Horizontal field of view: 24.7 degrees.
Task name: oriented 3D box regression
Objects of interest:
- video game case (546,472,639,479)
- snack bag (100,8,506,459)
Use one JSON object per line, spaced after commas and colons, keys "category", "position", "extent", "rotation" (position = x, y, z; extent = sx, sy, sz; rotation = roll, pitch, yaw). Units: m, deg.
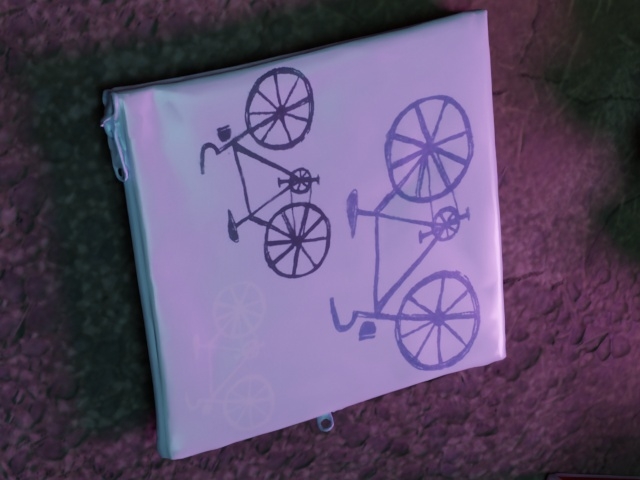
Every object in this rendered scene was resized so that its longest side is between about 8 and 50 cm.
{"category": "video game case", "position": [0.364, 0.285, 1.330], "extent": [0.204, 0.285, 0.025], "rotation": [7, 104, -30]}
{"category": "snack bag", "position": [0.000, 0.000, 1.179], "extent": [0.342, 0.037, 0.323], "rotation": [-16, 114, -24]}
